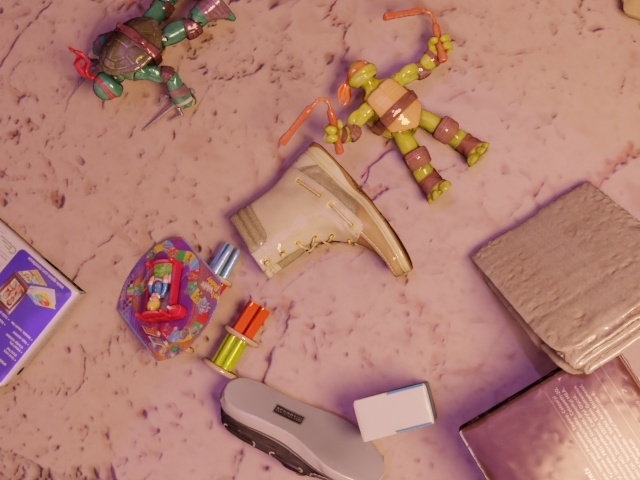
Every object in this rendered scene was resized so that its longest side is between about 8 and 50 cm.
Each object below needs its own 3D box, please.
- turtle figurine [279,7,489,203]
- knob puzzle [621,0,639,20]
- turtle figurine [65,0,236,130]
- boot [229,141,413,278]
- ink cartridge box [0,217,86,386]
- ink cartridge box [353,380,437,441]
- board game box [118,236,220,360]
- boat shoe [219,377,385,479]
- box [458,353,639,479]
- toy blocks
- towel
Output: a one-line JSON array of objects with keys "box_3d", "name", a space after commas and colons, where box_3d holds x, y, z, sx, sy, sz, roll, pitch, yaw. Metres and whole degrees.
[{"box_3d": [0.094, -0.151, 1.385, 0.269, 0.087, 0.217, -42, 88, -16], "name": "turtle figurine"}, {"box_3d": [0.468, -0.344, 1.384, 0.213, 0.030, 0.213, -5, 72, 15], "name": "knob puzzle"}, {"box_3d": [-0.231, -0.246, 1.440, 0.175, 0.118, 0.234, 40, 83, 12], "name": "turtle figurine"}, {"box_3d": [0.000, 0.000, 1.383, 0.165, 0.077, 0.213, -40, 73, 0], "name": "boot"}, {"box_3d": [-0.454, 0.086, 1.449, 0.206, 0.045, 0.208, 40, 87, 12], "name": "ink cartridge box"}, {"box_3d": [0.093, 0.206, 1.315, 0.088, 0.122, 0.052, -16, 83, 6], "name": "ink cartridge box"}, {"box_3d": [-0.203, 0.067, 1.385, 0.133, 0.033, 0.168, -49, 51, 5], "name": "board game box"}, {"box_3d": [-0.028, 0.255, 1.350, 0.228, 0.076, 0.080, 24, 41, 11], "name": "boat shoe"}, {"box_3d": [0.288, 0.239, 1.257, 0.203, 0.168, 0.167, -31, 79, 2], "name": "box"}, {"box_3d": [-0.121, 0.087, 1.398, 0.123, 0.054, 0.148, 29, 86, 12], "name": "toy blocks"}, {"box_3d": [0.305, 0.039, 1.262, 0.187, 0.282, 0.049, -32, 120, 1], "name": "towel"}]
